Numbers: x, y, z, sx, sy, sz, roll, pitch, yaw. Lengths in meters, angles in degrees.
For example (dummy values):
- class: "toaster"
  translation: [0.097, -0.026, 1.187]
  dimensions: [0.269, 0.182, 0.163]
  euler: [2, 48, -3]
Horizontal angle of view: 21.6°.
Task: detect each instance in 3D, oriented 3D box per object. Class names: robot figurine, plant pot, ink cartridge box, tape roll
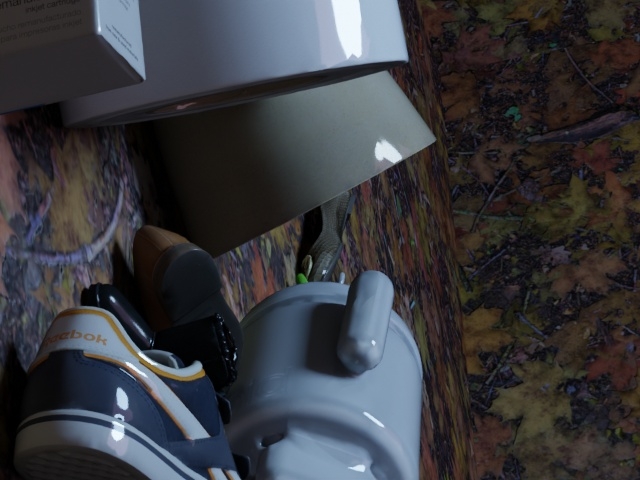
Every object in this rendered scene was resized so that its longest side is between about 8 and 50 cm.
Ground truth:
- class: "robot figurine"
  translation: [-0.003, 0.171, 1.611]
  dimensions: [0.353, 0.200, 0.300]
  euler: [-82, -162, -61]
- class: "plant pot"
  translation: [-0.066, -0.156, 1.593]
  dimensions: [0.274, 0.256, 0.256]
  euler: [62, 12, -3]
- class: "ink cartridge box"
  translation: [-0.201, -0.191, 1.075]
  dimensions: [0.086, 0.148, 0.203]
  euler: [47, 33, -67]
- class: "tape roll"
  translation: [-0.077, -0.162, 1.343]
  dimensions: [0.286, 0.286, 0.100]
  euler: [-25, 104, -79]

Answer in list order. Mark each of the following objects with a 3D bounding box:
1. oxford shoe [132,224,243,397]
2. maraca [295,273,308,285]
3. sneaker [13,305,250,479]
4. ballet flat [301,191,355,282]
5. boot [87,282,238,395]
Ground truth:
- class: "oxford shoe"
  translation: [-0.120, 0.068, 1.479]
  dimensions: [0.076, 0.076, 0.212]
  euler: [37, -32, 38]
- class: "maraca"
  translation: [0.008, 0.112, 2.031]
  dimensions: [0.186, 0.099, 0.127]
  euler: [-134, -151, -59]
- class: "sneaker"
  translation: [-0.115, 0.162, 1.236]
  dimensions: [0.321, 0.126, 0.127]
  euler: [62, 26, -54]
- class: "ballet flat"
  translation: [0.000, 0.000, 2.219]
  dimensions: [0.250, 0.058, 0.084]
  euler: [-73, -173, -57]
- class: "boot"
  translation: [-0.124, 0.078, 1.343]
  dimensions: [0.045, 0.099, 0.121]
  euler: [-85, 161, -60]
